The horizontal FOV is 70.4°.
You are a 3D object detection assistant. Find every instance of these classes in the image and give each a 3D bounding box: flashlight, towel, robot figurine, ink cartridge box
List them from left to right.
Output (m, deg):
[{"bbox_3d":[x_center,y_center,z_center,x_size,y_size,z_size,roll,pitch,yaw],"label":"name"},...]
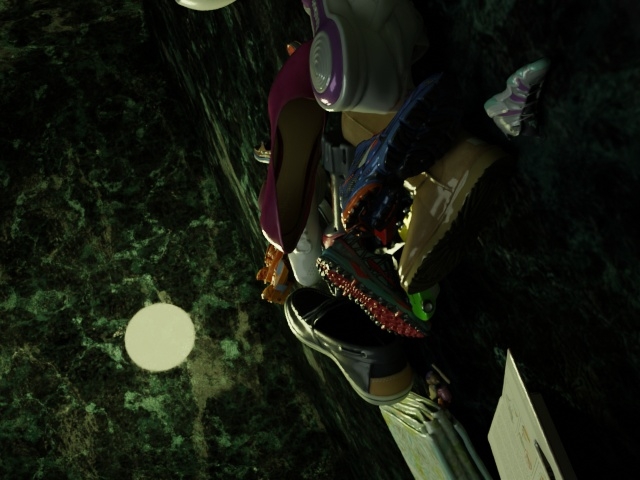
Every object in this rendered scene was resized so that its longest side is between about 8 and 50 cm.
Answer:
[{"bbox_3d":[-0.101,0.026,1.318,0.211,0.085,0.291,-122,48,-58],"label":"robot figurine"},{"bbox_3d":[0.044,-0.083,0.934,0.103,0.103,0.304,13,132,21],"label":"flashlight"},{"bbox_3d":[0.284,0.518,0.995,0.375,0.090,0.320,63,166,3],"label":"towel"},{"bbox_3d":[0.291,0.323,0.551,0.296,0.066,0.261,-93,-5,-48],"label":"ink cartridge box"}]

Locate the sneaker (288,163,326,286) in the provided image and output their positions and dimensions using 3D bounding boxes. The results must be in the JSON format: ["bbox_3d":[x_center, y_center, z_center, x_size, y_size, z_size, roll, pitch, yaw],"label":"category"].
[{"bbox_3d":[-0.046,-0.039,1.044,0.129,0.110,0.297,-13,-81,-72],"label":"sneaker"}]

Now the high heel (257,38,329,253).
[{"bbox_3d":[-0.032,-0.165,0.847,0.181,0.127,0.377,-122,39,-51],"label":"high heel"}]

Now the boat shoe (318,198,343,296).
[{"bbox_3d":[0.000,0.000,1.149,0.301,0.102,0.108,62,163,13],"label":"boat shoe"}]

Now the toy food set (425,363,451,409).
[{"bbox_3d":[0.250,0.322,0.960,0.078,0.019,0.122,44,152,51],"label":"toy food set"}]

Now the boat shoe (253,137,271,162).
[{"bbox_3d":[-0.140,-0.262,1.311,0.183,0.066,0.066,31,137,47],"label":"boat shoe"}]

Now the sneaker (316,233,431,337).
[{"bbox_3d":[0.126,0.080,0.889,0.262,0.125,0.104,40,153,-2],"label":"sneaker"}]

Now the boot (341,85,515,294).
[{"bbox_3d":[0.114,-0.095,0.645,0.269,0.089,0.236,51,126,38],"label":"boot"}]

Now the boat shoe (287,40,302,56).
[{"bbox_3d":[-0.039,-0.345,0.921,0.137,0.043,0.049,64,165,12],"label":"boat shoe"}]

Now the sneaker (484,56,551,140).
[{"bbox_3d":[0.212,-0.134,0.458,0.069,0.038,0.098,63,172,7],"label":"sneaker"}]

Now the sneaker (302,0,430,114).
[{"bbox_3d":[0.057,-0.294,0.585,0.114,0.152,0.305,150,120,-63],"label":"sneaker"}]

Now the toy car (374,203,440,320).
[{"bbox_3d":[0.160,0.030,0.794,0.239,0.053,0.225,15,127,70],"label":"toy car"}]

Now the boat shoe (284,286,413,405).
[{"bbox_3d":[0.053,0.213,1.157,0.500,0.186,0.156,33,134,57],"label":"boat shoe"}]

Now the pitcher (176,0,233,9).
[{"bbox_3d":[-0.172,-0.514,0.824,0.126,0.207,0.177,66,162,1],"label":"pitcher"}]

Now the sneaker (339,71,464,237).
[{"bbox_3d":[0.083,-0.109,0.555,0.221,0.083,0.087,-53,41,28],"label":"sneaker"}]
